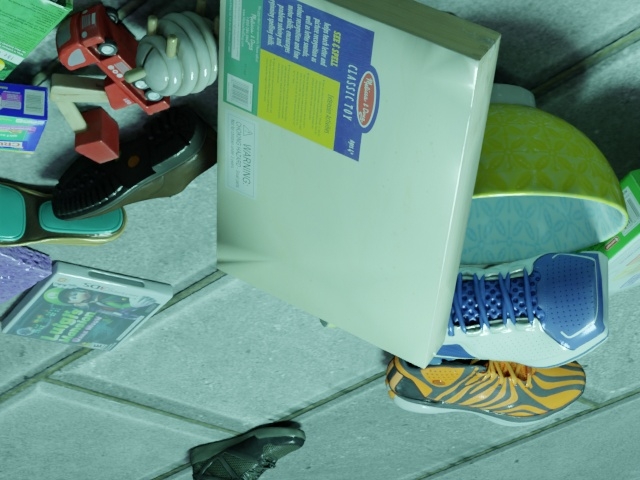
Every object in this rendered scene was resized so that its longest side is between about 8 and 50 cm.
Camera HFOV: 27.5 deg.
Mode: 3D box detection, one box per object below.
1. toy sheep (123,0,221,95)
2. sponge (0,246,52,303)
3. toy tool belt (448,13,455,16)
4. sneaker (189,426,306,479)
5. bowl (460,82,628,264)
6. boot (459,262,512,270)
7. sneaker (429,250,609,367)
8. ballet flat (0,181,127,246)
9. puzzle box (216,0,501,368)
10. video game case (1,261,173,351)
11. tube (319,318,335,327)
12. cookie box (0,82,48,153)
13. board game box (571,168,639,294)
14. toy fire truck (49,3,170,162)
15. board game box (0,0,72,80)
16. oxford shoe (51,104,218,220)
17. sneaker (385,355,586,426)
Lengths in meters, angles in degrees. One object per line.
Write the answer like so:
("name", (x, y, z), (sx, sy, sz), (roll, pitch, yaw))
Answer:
("toy sheep", (-0.139, -0.185, 1.292), (0.132, 0.091, 0.091), (-23, 160, -30))
("sponge", (-0.460, 0.054, 1.702), (0.210, 0.031, 0.117), (-29, 144, 32))
("toy tool belt", (0.120, -0.192, 1.369), (0.052, 0.051, 0.083), (11, 146, -28))
("sneaker", (-0.121, 0.403, 2.279), (0.228, 0.130, 0.087), (-20, 149, 18))
("bowl", (0.186, -0.081, 1.448), (0.289, 0.156, 0.289), (-1, 164, 0))
("boot", (0.161, 0.043, 1.718), (0.208, 0.076, 0.189), (-17, 142, -25))
("sneaker", (0.163, 0.083, 1.512), (0.315, 0.127, 0.182), (-11, 165, 37))
("ballet flat", (-0.348, -0.022, 1.553), (0.232, 0.080, 0.073), (7, 162, -20))
("puzzle box", (0.022, -0.074, 1.302), (0.272, 0.052, 0.409), (26, 137, 20))
("video game case", (-0.324, 0.096, 1.810), (0.173, 0.022, 0.190), (14, 144, -31))
("tube", (0.116, 0.088, 1.857), (0.240, 0.062, 0.070), (-2, -166, -18))
("cookie box", (-0.339, -0.129, 1.375), (0.092, 0.040, 0.107), (4, 164, -19))
("board game box", (0.437, -0.023, 1.605), (0.317, 0.064, 0.242), (-14, 157, -33))
("toy fire truck", (-0.232, -0.160, 1.360), (0.135, 0.047, 0.192), (-16, 148, 20))
("board game box", (-0.378, -0.235, 1.221), (0.260, 0.030, 0.136), (20, 139, -38))
("oxford shoe", (-0.207, -0.069, 1.491), (0.227, 0.082, 0.096), (-20, 151, 24))
("sneaker", (0.267, 0.198, 2.002), (0.321, 0.124, 0.180), (-2, 151, -9))
